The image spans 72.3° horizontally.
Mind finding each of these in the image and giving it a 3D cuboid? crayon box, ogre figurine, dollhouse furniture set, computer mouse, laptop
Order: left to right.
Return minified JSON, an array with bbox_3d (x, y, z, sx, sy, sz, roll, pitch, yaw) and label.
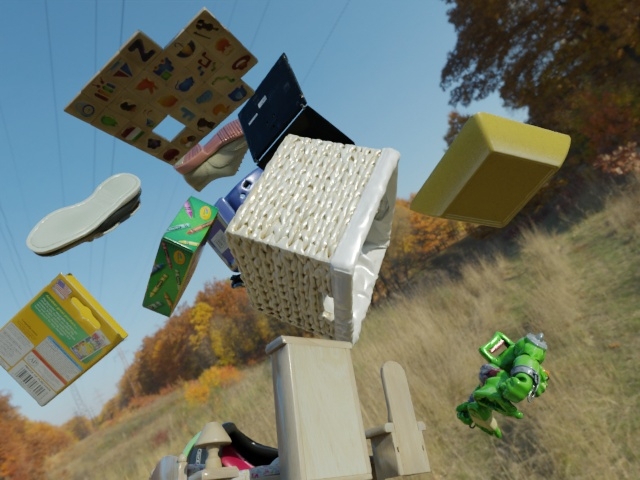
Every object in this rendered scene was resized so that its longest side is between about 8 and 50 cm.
[{"bbox_3d":[-0.607,0.224,1.032,0.322,0.203,0.083,-37,8,18],"label":"crayon box"},{"bbox_3d":[-0.353,0.045,1.101,0.279,0.081,0.166,-57,12,40],"label":"crayon box"},{"bbox_3d":[-0.168,0.092,1.374,0.261,0.060,0.184,-7,14,39],"label":"computer mouse"},{"bbox_3d":[-0.076,0.291,0.662,0.303,0.174,0.355,14,-38,-33],"label":"dollhouse furniture set"},{"bbox_3d":[-0.072,-0.290,1.138,0.136,0.265,0.234,1,-31,-45],"label":"laptop"},{"bbox_3d":[0.257,0.195,0.613,0.118,0.096,0.197,-45,-39,-25],"label":"ogre figurine"}]

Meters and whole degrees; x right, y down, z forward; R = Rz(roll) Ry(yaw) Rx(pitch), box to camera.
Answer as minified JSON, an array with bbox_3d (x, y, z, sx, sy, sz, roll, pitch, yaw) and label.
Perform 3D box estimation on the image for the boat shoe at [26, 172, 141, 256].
[{"bbox_3d":[-0.547,-0.047,1.055,0.302,0.114,0.091,-46,-21,-39],"label":"boat shoe"}]

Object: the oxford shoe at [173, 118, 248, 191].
[{"bbox_3d":[-0.319,-0.320,1.562,0.396,0.147,0.141,-30,35,3],"label":"oxford shoe"}]

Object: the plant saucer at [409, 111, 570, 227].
[{"bbox_3d":[0.460,-0.153,1.173,0.332,0.081,0.333,6,-43,-23],"label":"plant saucer"}]

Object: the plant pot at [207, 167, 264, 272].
[{"bbox_3d":[-0.230,-0.048,1.366,0.212,0.236,0.236,-42,5,-38],"label":"plant pot"}]

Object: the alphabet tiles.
[{"bbox_3d":[-0.214,-0.221,0.648,0.237,0.009,0.198,-36,-28,16],"label":"alphabet tiles"}]

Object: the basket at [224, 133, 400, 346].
[{"bbox_3d":[0.000,0.000,0.961,0.329,0.266,0.332,85,-156,-52],"label":"basket"}]

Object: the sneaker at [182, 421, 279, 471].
[{"bbox_3d":[-0.093,0.584,0.933,0.202,0.482,0.185,-52,-2,28],"label":"sneaker"}]
